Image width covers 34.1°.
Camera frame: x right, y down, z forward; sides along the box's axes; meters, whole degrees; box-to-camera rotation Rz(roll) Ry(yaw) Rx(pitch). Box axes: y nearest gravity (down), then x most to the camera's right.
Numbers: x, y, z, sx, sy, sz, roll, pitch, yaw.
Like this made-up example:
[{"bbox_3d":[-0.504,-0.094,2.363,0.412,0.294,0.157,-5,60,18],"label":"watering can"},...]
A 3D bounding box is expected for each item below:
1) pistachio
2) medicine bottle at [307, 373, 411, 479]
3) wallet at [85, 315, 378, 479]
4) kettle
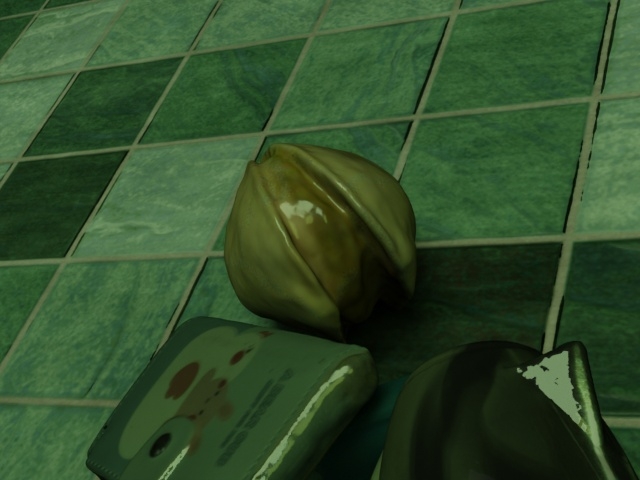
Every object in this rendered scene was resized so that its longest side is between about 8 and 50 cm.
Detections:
[{"bbox_3d":[0.000,0.000,1.182,0.229,0.238,0.321,-38,10,-5],"label":"pistachio"},{"bbox_3d":[0.083,0.191,1.036,0.258,0.124,0.079,-22,38,26],"label":"medicine bottle"},{"bbox_3d":[-0.109,0.195,1.086,0.252,0.083,0.360,-53,26,-19],"label":"wallet"},{"bbox_3d":[0.130,0.252,0.840,0.321,0.228,0.324,-51,35,40],"label":"kettle"}]
